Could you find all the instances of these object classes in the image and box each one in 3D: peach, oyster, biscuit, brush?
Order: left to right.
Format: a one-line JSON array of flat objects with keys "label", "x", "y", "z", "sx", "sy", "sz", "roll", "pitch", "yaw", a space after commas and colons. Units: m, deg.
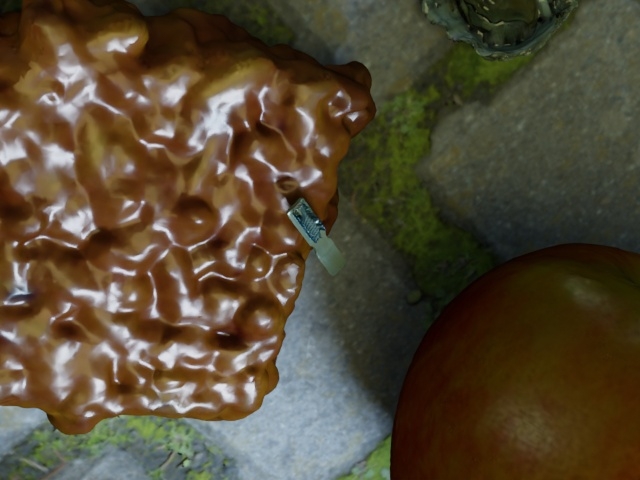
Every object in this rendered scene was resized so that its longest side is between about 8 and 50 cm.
[{"label": "biscuit", "x": -0.137, "y": -0.013, "z": 0.719, "sx": 0.318, "sy": 0.110, "sz": 0.312, "roll": 12, "pitch": 111, "yaw": -23}, {"label": "brush", "x": 0.000, "y": 0.000, "z": 0.714, "sx": 0.016, "sy": 0.013, "sz": 0.084, "roll": -49, "pitch": 141, "yaw": -12}, {"label": "oyster", "x": 0.131, "y": -0.179, "z": 0.772, "sx": 0.100, "sy": 0.037, "sz": 0.098, "roll": 42, "pitch": 79, "yaw": -8}, {"label": "peach", "x": 0.227, "y": 0.191, "z": 0.786, "sx": 0.388, "sy": 0.388, "sz": 0.389, "roll": -6, "pitch": 116, "yaw": -14}]
